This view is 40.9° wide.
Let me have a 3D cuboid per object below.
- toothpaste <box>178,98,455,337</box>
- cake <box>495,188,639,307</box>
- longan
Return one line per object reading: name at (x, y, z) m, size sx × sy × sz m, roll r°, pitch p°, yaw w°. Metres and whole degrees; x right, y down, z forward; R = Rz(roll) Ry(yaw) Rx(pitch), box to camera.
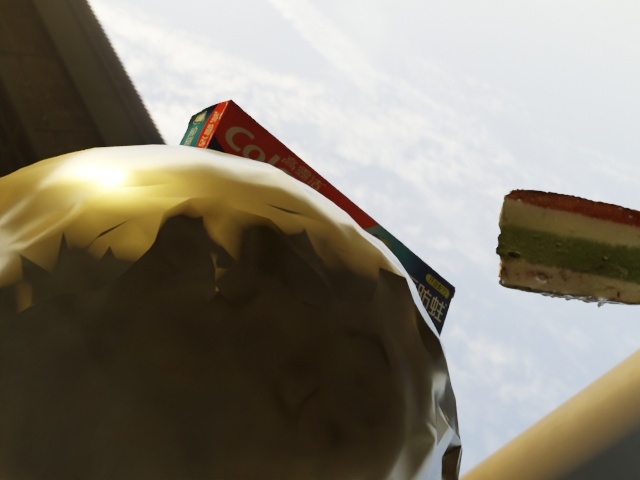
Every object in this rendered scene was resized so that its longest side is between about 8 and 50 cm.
toothpaste at (0.000, -0.001, 0.800) m, size 0.320 × 0.066 × 0.076 m, roll 38°, pitch -120°, yaw -32°
cake at (0.253, 0.014, 0.709) m, size 0.220 × 0.117 × 0.086 m, roll 13°, pitch -99°, yaw -45°
longan at (-0.125, 0.134, 0.581) m, size 0.404 × 0.436 × 0.404 m, roll 0°, pitch -89°, yaw -24°
